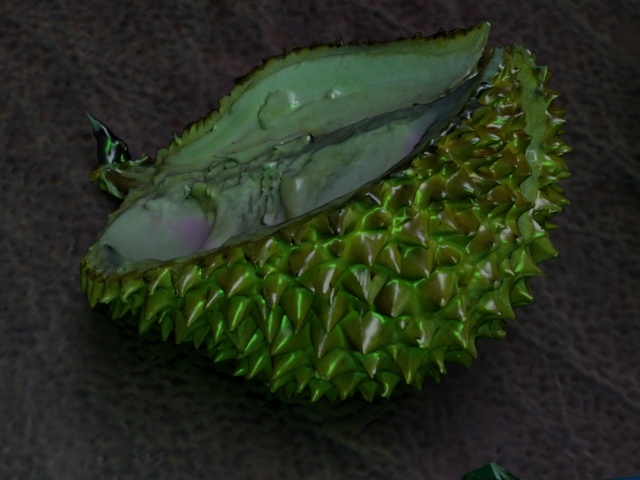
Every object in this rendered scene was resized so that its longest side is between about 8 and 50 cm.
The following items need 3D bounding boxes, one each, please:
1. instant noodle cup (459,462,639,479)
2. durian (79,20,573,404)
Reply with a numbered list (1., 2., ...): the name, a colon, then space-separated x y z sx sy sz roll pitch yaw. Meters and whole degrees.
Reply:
1. instant noodle cup: 0.159 0.183 0.740 0.178 0.240 0.240 -11 63 -22
2. durian: 0.000 0.000 0.867 0.237 0.138 0.193 6 47 45
